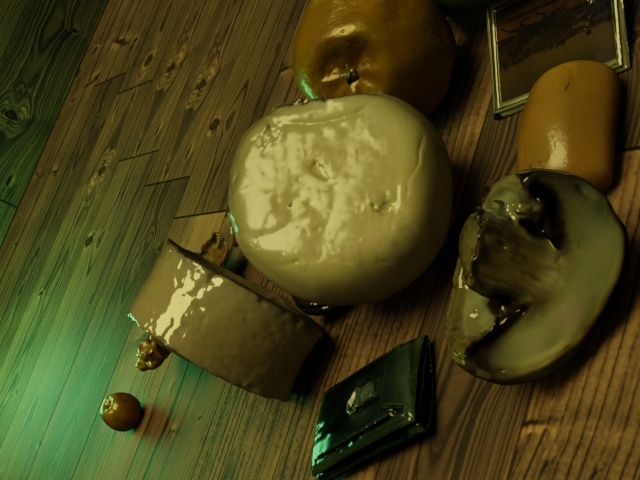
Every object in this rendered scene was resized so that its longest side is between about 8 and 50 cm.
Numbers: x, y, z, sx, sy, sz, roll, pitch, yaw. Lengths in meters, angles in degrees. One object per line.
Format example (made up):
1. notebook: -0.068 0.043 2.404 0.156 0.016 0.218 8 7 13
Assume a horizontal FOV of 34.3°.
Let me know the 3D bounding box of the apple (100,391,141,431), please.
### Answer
1. apple: -0.410 0.350 2.122 0.084 0.071 0.084 -36 39 36

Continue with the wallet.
1. wallet: 0.069 0.245 1.512 0.236 0.055 0.160 -35 33 39

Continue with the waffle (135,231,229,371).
1. waffle: -0.265 0.126 2.005 0.309 0.065 0.283 -62 1 1

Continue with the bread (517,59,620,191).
1. bread: 0.329 -0.149 1.401 0.147 0.098 0.217 -22 49 43

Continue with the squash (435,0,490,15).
1. squash: 0.231 -0.425 1.694 0.107 0.107 0.395 -61 11 1

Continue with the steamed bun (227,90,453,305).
1. steamed bun: 0.038 -0.049 1.586 0.333 0.233 0.312 2 74 18

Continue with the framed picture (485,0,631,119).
1. framed picture: 0.341 -0.306 1.532 0.252 0.014 0.197 -18 69 50

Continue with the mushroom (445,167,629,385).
1. mushroom: 0.258 0.036 1.281 0.164 0.189 0.267 -107 22 -76

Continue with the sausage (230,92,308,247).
1. sausage: -0.059 -0.170 2.013 0.433 0.088 0.088 -60 30 5

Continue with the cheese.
1. cheese: -0.164 0.130 1.731 0.153 0.292 0.332 -61 21 0

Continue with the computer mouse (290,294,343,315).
1. computer mouse: 0.000 0.000 1.754 0.137 0.086 0.270 -27 43 21

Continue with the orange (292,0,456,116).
1. orange: 0.085 -0.302 1.715 0.279 0.279 0.235 -36 17 36
